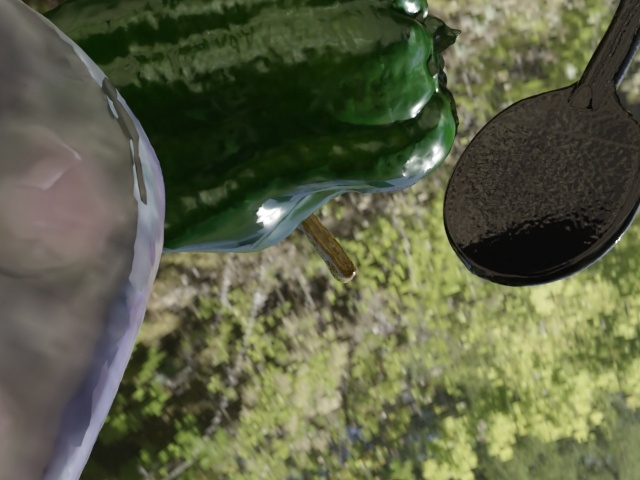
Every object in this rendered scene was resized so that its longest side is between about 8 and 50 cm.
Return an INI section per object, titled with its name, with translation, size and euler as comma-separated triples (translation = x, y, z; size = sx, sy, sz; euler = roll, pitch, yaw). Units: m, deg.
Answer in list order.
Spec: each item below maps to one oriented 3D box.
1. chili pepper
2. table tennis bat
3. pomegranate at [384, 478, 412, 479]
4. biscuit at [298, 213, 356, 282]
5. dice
[chili pepper]
translation = -0.096, -0.065, 0.889
size = 0.384, 0.213, 0.167
euler = -13, -107, 5
[table tennis bat]
translation = 0.172, -0.073, 0.995
size = 0.150, 0.027, 0.236
euler = 18, -108, 41
[pomegranate]
translation = 0.064, 0.307, 1.264
size = 0.196, 0.196, 0.196
euler = -10, -128, 12
[biscuit]
translation = 0.000, 0.000, 1.172
size = 0.018, 0.083, 0.081
euler = -38, -92, -4
[dice]
translation = -0.236, 0.040, 0.577
size = 0.270, 0.271, 0.270
euler = 27, -122, -15
